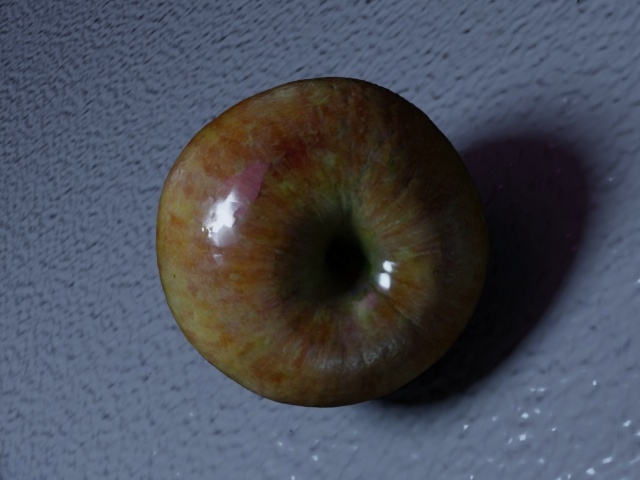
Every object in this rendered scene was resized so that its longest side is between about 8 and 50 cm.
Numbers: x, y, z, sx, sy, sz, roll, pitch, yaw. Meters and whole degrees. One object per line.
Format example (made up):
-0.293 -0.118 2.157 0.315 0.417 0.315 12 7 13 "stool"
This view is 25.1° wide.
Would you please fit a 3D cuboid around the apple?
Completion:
0.000 0.000 0.909 0.211 0.211 0.188 -51 10 3 "apple"
